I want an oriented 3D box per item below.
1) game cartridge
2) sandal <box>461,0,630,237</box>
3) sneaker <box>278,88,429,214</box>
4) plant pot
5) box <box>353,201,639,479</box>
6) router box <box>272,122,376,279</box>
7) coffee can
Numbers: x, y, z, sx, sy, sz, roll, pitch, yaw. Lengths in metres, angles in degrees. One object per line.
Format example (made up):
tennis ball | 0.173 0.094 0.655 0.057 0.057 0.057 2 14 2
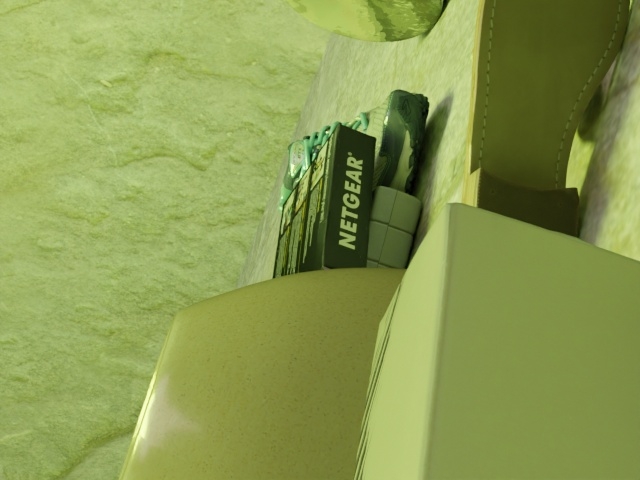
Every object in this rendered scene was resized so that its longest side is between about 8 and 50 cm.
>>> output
game cartridge | 0.005 0.100 1.136 0.355 0.068 0.230 129 162 -71
sandal | 0.112 -0.079 0.638 0.079 0.088 0.240 149 134 -70
sneaker | 0.024 -0.070 1.145 0.283 0.122 0.110 122 165 -61
plant pot | -0.019 0.134 0.682 0.284 0.191 0.284 -162 90 -84
box | 0.066 0.124 0.378 0.094 0.113 0.275 114 172 -47
router box | 0.000 0.000 1.022 0.133 0.046 0.179 126 157 -46
coffee can | 0.074 -0.404 1.303 0.201 0.201 0.275 126 161 -68
